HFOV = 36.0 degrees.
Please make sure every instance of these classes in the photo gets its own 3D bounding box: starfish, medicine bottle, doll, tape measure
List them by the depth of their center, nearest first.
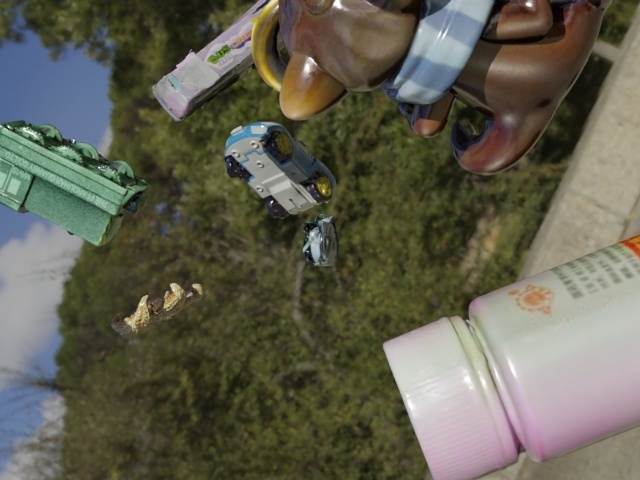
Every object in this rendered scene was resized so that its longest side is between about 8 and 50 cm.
[{"bbox_3d":[0.114,-0.216,1.031,0.318,0.340,0.209,-53,38,43],"label":"doll"},{"bbox_3d":[0.289,0.148,1.208,0.388,0.219,0.219,-22,-4,1],"label":"medicine bottle"},{"bbox_3d":[0.001,0.002,1.845,0.091,0.054,0.094,-28,-66,-65],"label":"tape measure"},{"bbox_3d":[-0.325,0.137,1.939,0.238,0.071,0.216,-19,-4,27],"label":"starfish"}]

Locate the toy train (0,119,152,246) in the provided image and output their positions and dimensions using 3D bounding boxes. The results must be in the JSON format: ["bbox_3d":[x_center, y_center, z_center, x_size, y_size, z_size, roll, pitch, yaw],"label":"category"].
[{"bbox_3d":[-0.509,-0.112,1.960,0.178,0.330,0.138,-63,-2,12],"label":"toy train"}]

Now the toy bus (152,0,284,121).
[{"bbox_3d":[-0.199,-0.380,2.056,0.317,0.112,0.138,-42,5,-15],"label":"toy bus"}]

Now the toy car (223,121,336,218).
[{"bbox_3d":[-0.100,-0.195,2.510,0.198,0.314,0.166,-22,35,39],"label":"toy car"}]
